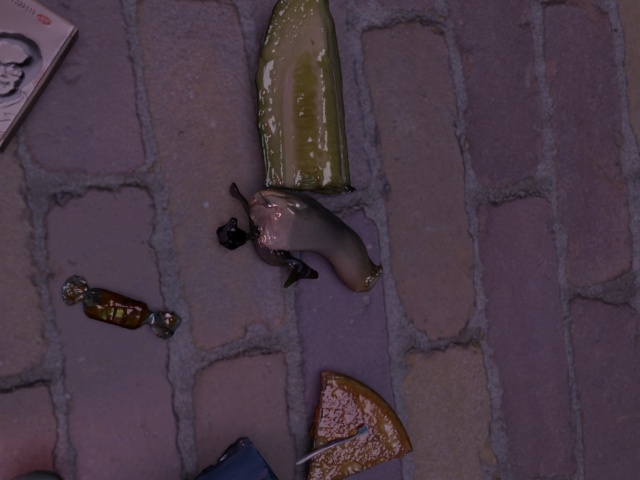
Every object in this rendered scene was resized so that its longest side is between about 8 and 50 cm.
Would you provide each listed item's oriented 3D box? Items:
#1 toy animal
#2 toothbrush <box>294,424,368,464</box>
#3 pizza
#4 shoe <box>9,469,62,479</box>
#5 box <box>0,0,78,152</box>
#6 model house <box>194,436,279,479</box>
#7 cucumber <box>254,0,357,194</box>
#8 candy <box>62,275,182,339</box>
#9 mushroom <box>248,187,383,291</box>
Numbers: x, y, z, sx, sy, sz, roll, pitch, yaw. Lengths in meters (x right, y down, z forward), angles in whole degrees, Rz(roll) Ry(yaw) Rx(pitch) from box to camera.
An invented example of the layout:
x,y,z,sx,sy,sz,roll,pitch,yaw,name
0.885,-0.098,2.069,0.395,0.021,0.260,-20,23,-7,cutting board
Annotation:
x,y,z,sx,sy,sz,roll,pitch,yaw,name
-0.083,0.004,1.100,0.202,0.070,0.105,37,65,-13,toy animal
0.018,0.327,1.102,0.131,0.011,0.013,-22,104,-16,toothbrush
0.032,0.323,1.141,0.193,0.053,0.201,-40,96,-14,pizza
-0.408,0.414,0.973,0.103,0.100,0.250,9,110,-20,shoe
-0.547,-0.302,0.949,0.353,0.069,0.214,32,80,-17,box
-0.109,0.488,1.018,0.237,0.215,0.303,-37,106,-16,model house
-0.025,-0.232,1.106,0.145,0.105,0.325,-4,91,8,cucumber
-0.297,0.105,1.037,0.182,0.046,0.053,21,81,-15,candy
-0.001,-0.002,1.088,0.278,0.099,0.096,32,44,-39,mushroom
